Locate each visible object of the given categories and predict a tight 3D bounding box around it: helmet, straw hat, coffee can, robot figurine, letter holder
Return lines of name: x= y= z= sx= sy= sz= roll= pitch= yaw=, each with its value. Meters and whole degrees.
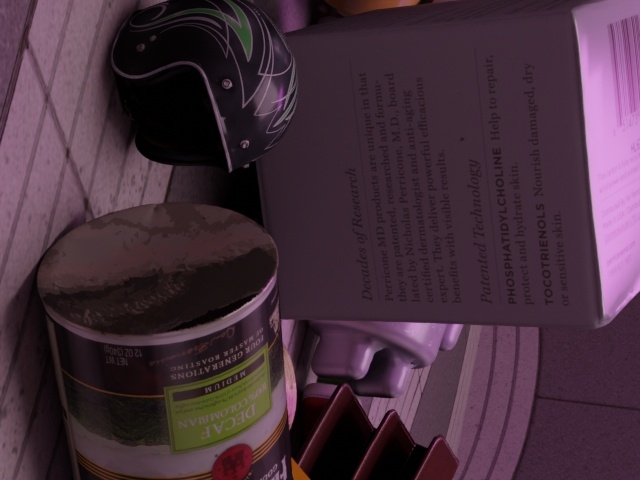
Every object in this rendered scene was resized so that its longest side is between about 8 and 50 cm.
helmet: x=-0.099 y=-0.147 z=1.340 sx=0.169 sy=0.162 sz=0.169 roll=6 pitch=90 yaw=-76
straw hat: x=-0.087 y=0.175 z=1.743 sx=0.144 sy=0.061 sz=0.144 roll=-8 pitch=90 yaw=-66
coffee can: x=-0.128 y=0.134 z=1.260 sx=0.201 sy=0.202 sz=0.275 roll=-65 pitch=156 yaw=-54
robot figurine: x=0.106 y=0.054 z=2.134 sx=0.300 sy=0.200 sz=0.353 roll=30 pitch=71 yaw=-33
letter holder: x=0.047 y=0.379 z=2.016 sx=0.302 sy=0.152 sz=0.214 roll=-62 pitch=152 yaw=-20

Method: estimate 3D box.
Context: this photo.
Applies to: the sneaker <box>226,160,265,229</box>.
sneaker: x=-0.070 y=-0.041 z=1.679 sx=0.118 sy=0.083 sz=0.222 roll=58 pitch=41 yaw=-68

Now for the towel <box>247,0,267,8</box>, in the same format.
towel: x=-0.076 y=-0.398 z=1.564 sx=0.312 sy=0.056 sz=0.324 roll=-69 pitch=161 yaw=-47

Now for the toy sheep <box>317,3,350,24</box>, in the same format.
toy sheep: x=0.025 y=-0.272 z=1.984 sx=0.091 sy=0.091 sz=0.132 roll=43 pitch=68 yaw=-73

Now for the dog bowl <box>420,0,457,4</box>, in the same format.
dog bowl: x=0.146 y=-0.317 z=2.058 sx=0.349 sy=0.102 sz=0.348 roll=-48 pitch=-157 yaw=29

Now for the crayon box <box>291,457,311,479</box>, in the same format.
crayon box: x=-0.080 y=0.387 z=1.817 sx=0.203 sy=0.083 sz=0.323 roll=64 pitch=34 yaw=-66

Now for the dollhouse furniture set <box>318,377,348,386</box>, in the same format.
dollhouse furniture set: x=0.038 y=0.239 z=2.296 sx=0.151 sy=0.059 sz=0.076 roll=75 pitch=25 yaw=-56

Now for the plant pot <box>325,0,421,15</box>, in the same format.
plant pot: x=0.081 y=-0.424 z=1.852 sx=0.239 sy=0.254 sz=0.254 roll=104 pitch=2 yaw=-53

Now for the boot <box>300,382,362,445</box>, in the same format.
boot: x=0.005 y=0.327 z=2.147 sx=0.244 sy=0.088 sz=0.176 roll=80 pitch=22 yaw=-59

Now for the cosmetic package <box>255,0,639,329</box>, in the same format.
cosmetic package: x=0.175 y=-0.103 z=1.639 sx=0.329 sy=0.394 sz=0.327 roll=-27 pitch=112 yaw=-56
